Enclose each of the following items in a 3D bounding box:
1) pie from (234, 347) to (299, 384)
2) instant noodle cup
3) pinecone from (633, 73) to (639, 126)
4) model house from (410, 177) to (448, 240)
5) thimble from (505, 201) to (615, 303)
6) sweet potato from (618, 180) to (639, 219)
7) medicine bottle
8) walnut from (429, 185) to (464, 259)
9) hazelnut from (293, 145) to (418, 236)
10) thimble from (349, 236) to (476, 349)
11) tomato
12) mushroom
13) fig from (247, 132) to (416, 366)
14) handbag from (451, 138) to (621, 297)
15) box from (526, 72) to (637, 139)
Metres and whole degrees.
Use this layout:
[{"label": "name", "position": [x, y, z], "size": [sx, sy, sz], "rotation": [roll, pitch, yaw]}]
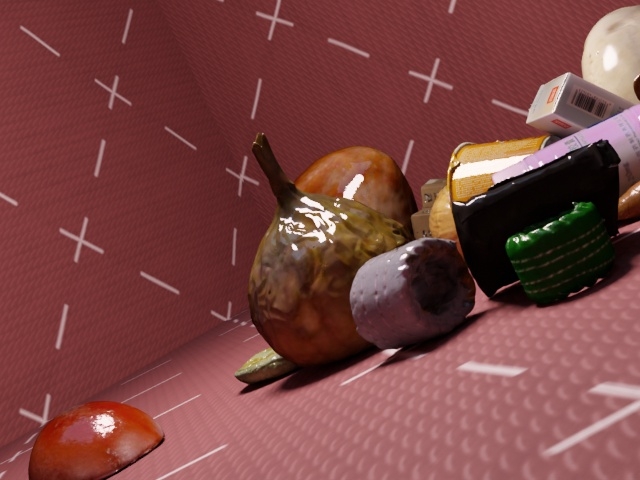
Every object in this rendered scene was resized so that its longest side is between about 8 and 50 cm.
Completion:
[{"label": "pie", "position": [-0.059, 0.195, 1.800], "size": [0.186, 0.041, 0.187], "rotation": [-26, 1, 0]}, {"label": "instant noodle cup", "position": [0.345, -0.085, 1.850], "size": [0.172, 0.216, 0.215], "rotation": [-13, 9, 38]}, {"label": "pinecone", "position": [0.488, -0.172, 1.200], "size": [0.264, 0.264, 0.264], "rotation": [-26, 1, 1]}, {"label": "model house", "position": [0.333, -0.055, 2.221], "size": [0.248, 0.176, 0.180], "rotation": [-3, 16, 41]}, {"label": "thimble", "position": [0.286, 0.013, 1.266], "size": [0.130, 0.090, 0.118], "rotation": [-26, 0, -28]}, {"label": "sweet potato", "position": [0.503, -0.079, 1.531], "size": [0.202, 0.058, 0.055], "rotation": [-26, -20, 32]}, {"label": "medicine bottle", "position": [0.408, -0.090, 1.650], "size": [0.253, 0.152, 0.152], "rotation": [-26, 1, 9]}, {"label": "walnut", "position": [0.288, -0.042, 2.055], "size": [0.165, 0.165, 0.197], "rotation": [-26, 3, -1]}, {"label": "hazelnut", "position": [0.064, -0.031, 2.356], "size": [0.365, 0.366, 0.366], "rotation": [-26, 1, 1]}, {"label": "thimble", "position": [0.119, 0.070, 1.405], "size": [0.151, 0.127, 0.117], "rotation": [-20, -2, -44]}, {"label": "tomato", "position": [-0.351, 0.305, 1.646], "size": [0.199, 0.112, 0.228], "rotation": [-24, 4, 12]}, {"label": "mushroom", "position": [0.616, -0.257, 1.983], "size": [0.315, 0.356, 0.315], "rotation": [11, -1, 0]}, {"label": "fig", "position": [0.000, 0.000, 1.616], "size": [0.286, 0.369, 0.286], "rotation": [-21, 11, 4]}, {"label": "handbag", "position": [0.294, -0.019, 1.411], "size": [0.223, 0.080, 0.247], "rotation": [-23, -25, 4]}, {"label": "box", "position": [0.494, -0.185, 1.802], "size": [0.135, 0.269, 0.079], "rotation": [168, 125, -82]}]
